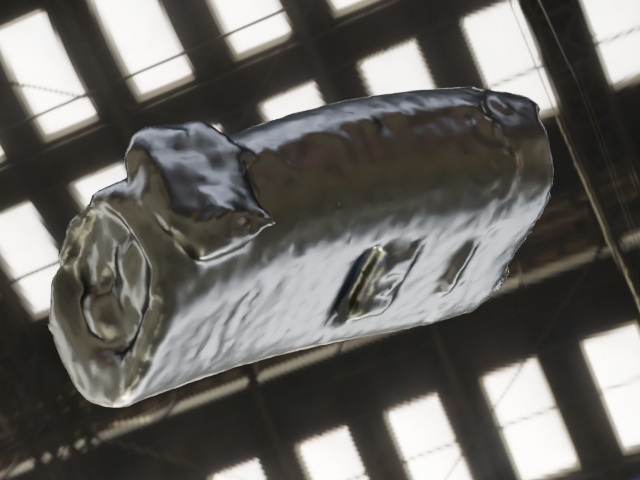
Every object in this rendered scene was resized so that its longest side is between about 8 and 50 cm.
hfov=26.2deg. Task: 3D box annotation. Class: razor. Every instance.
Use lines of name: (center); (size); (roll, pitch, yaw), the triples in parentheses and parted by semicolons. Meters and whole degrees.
razor: (-0.003, -0.003, 0.854); (0.107, 0.326, 0.189); (50, -46, 29)
